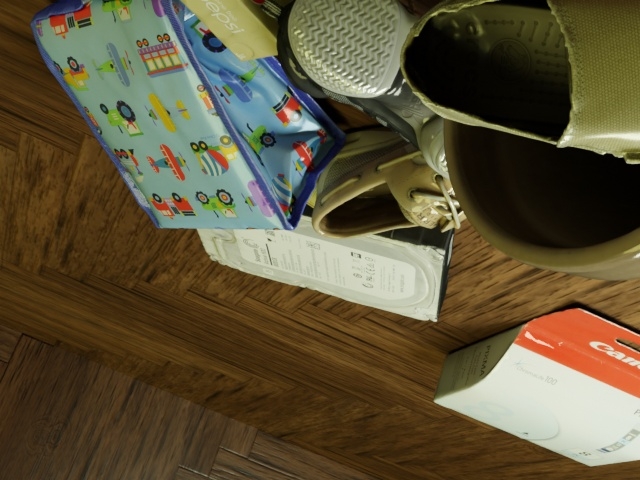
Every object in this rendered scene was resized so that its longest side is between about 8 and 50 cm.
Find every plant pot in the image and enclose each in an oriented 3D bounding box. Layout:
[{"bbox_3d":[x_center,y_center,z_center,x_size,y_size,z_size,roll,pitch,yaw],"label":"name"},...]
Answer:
[{"bbox_3d":[0.255,-0.089,0.660,0.229,0.263,0.263,12,164,-32],"label":"plant pot"}]

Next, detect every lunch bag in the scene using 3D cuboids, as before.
[{"bbox_3d":[-0.153,-0.150,0.973,0.221,0.138,0.293,1,142,42],"label":"lunch bag"}]

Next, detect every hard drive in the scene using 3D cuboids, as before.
[{"bbox_3d":[0.000,0.000,1.243,0.339,0.064,0.237,16,156,11],"label":"hard drive"}]

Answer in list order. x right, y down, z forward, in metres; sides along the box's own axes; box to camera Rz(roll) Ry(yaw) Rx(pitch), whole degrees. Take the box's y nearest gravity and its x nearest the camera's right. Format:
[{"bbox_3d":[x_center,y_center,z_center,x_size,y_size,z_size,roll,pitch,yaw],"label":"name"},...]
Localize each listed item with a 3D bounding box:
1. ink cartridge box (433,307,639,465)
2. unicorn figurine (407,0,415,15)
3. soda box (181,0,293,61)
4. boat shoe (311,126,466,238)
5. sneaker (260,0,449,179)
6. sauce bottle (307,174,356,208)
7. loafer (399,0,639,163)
[{"bbox_3d":[0.389,0.230,1.411,0.308,0.091,0.385,24,158,-12],"label":"ink cartridge box"},{"bbox_3d":[0.041,-0.230,0.693,0.162,0.060,0.111,15,170,-29],"label":"unicorn figurine"},{"bbox_3d":[-0.091,-0.231,0.806,0.061,0.058,0.181,-1,149,39],"label":"soda box"},{"bbox_3d":[0.124,-0.059,0.950,0.121,0.110,0.341,34,153,-31],"label":"boat shoe"},{"bbox_3d":[0.069,-0.133,0.808,0.268,0.101,0.153,31,-178,-27],"label":"sneaker"},{"bbox_3d":[-0.007,-0.061,1.110,0.128,0.042,0.042,35,158,8],"label":"sauce bottle"},{"bbox_3d":[0.154,-0.084,0.476,0.268,0.092,0.102,4,108,36],"label":"loafer"}]
